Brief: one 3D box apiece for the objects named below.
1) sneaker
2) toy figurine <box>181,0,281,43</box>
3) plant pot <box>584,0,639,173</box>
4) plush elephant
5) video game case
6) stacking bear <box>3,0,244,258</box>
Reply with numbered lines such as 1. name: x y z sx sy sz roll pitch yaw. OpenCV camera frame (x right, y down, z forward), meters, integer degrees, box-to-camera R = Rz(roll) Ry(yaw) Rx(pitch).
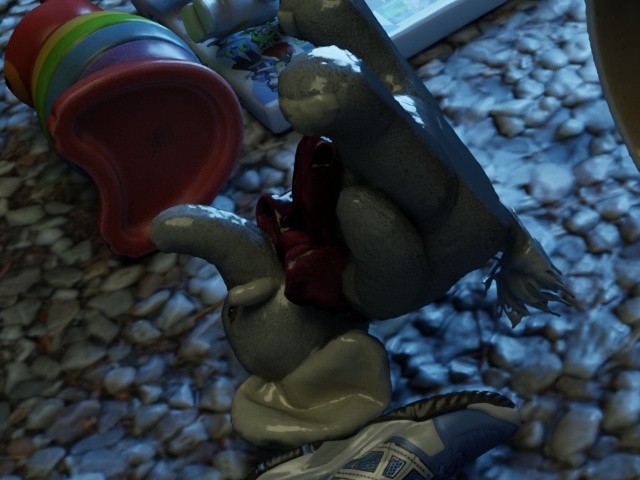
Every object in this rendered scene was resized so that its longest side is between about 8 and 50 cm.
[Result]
1. sneaker: 0.051 0.174 1.332 0.211 0.080 0.081 -23 63 -5
2. toy figurine: -0.093 -0.307 1.734 0.148 0.213 0.209 -23 42 -32
3. plant pot: 0.421 -0.180 1.421 0.305 0.334 0.334 -21 41 -20
4. plush elephant: 0.000 0.000 1.410 0.255 0.330 0.272 -36 26 13
5. video game case: 0.014 -0.258 1.825 0.329 0.036 0.300 -31 43 -15
6. stacking bear: -0.200 -0.138 1.687 0.164 0.175 0.289 -32 36 -12
